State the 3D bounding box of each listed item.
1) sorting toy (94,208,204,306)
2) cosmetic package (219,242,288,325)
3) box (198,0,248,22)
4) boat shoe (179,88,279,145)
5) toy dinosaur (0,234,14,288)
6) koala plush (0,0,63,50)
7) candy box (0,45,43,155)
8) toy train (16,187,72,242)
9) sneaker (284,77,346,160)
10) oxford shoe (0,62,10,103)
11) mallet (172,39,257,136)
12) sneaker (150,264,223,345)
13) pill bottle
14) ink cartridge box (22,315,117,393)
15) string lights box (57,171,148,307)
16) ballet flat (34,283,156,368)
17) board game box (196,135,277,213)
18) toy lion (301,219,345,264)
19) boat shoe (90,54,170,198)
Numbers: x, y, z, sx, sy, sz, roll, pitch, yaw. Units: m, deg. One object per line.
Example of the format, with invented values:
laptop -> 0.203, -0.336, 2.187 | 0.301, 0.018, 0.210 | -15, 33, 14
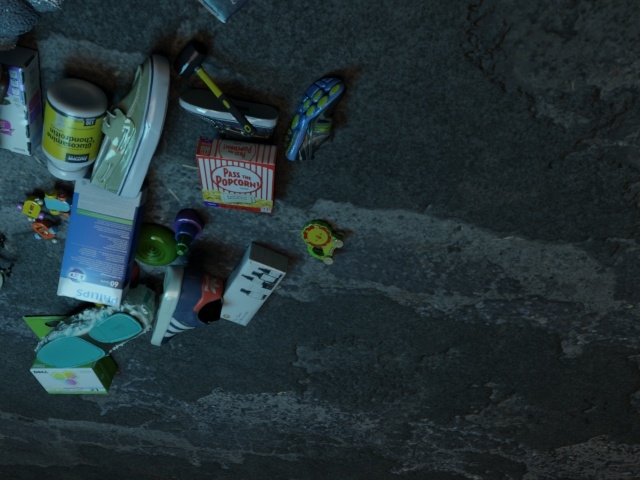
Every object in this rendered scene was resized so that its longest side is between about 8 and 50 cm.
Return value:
sorting toy -> -0.413, 0.057, 1.332 | 0.366, 0.126, 0.127 | -27, 127, 28
cosmetic package -> -0.176, 0.112, 1.412 | 0.099, 0.060, 0.239 | 23, 132, -16
box -> -0.094, -0.432, 0.804 | 0.207, 0.153, 0.108 | -30, 126, 31
boat shoe -> -0.174, -0.219, 1.081 | 0.184, 0.065, 0.083 | 12, 135, -9
toy dinosaur -> -0.804, 0.040, 1.394 | 0.118, 0.064, 0.268 | 0, 137, 14
koala plush -> -0.521, -0.392, 0.868 | 0.196, 0.203, 0.221 | -22, 141, 25
candy box -> -0.607, -0.268, 1.062 | 0.165, 0.070, 0.196 | 13, 135, -8
toy train -> -0.590, -0.062, 1.286 | 0.166, 0.046, 0.125 | -19, 132, 25
sneaker -> -0.003, -0.222, 1.077 | 0.078, 0.067, 0.188 | 5, 137, -31
oxford shoe -> -0.636, -0.189, 1.036 | 0.364, 0.130, 0.133 | -36, 155, 26
mallet -> -0.185, -0.255, 1.018 | 0.062, 0.039, 0.189 | -30, 100, 29
sneaker -> -0.322, 0.176, 1.414 | 0.148, 0.131, 0.350 | 11, 152, -17
pill bottle -> -0.466, -0.203, 1.093 | 0.103, 0.103, 0.184 | 19, 133, -14
ink cartridge box -> -0.720, 0.326, 1.641 | 0.189, 0.097, 0.255 | -2, 135, 6
string lights box -> -0.459, -0.001, 1.226 | 0.133, 0.077, 0.259 | 14, 103, -8
ballet flat -> -0.565, 0.220, 1.498 | 0.409, 0.147, 0.147 | -23, 129, 28
board game box -> -0.162, -0.125, 1.147 | 0.147, 0.045, 0.193 | 7, 154, -2
toy lion -> 0.000, 0.000, 1.311 | 0.096, 0.034, 0.100 | 21, 133, -6
boat shoe -> -0.348, -0.200, 1.057 | 0.094, 0.109, 0.302 | 9, 127, -27
